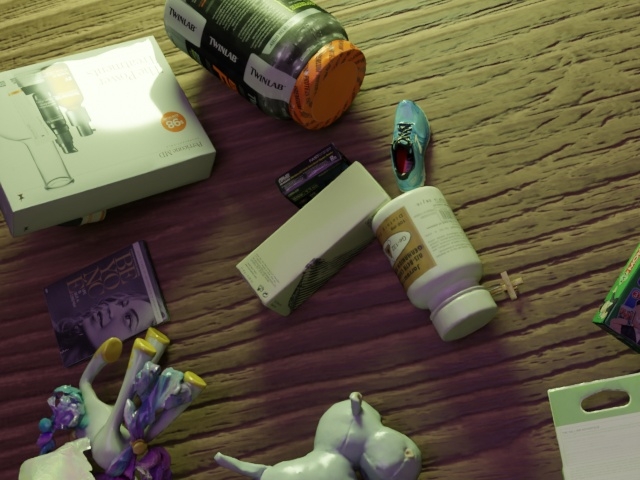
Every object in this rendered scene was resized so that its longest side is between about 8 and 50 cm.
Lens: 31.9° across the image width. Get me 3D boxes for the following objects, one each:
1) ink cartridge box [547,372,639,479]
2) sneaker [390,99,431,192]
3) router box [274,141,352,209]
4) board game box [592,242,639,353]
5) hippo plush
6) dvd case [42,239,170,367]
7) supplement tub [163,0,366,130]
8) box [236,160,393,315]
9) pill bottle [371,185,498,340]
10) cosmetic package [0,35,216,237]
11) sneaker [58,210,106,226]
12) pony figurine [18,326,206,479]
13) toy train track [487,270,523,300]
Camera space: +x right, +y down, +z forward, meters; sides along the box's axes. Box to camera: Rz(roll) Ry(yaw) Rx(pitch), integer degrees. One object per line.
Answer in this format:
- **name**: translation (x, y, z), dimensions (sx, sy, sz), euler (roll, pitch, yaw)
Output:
- **ink cartridge box**: translation (0.447, 0.328, 1.681), dimensions (0.171, 0.056, 0.235), euler (-13, 69, 15)
- **sneaker**: translation (0.151, -0.166, 1.904), dimensions (0.063, 0.073, 0.162), euler (-6, 74, 18)
- **router box**: translation (-0.007, -0.110, 1.933), dimensions (0.122, 0.092, 0.038), euler (-33, 68, 9)
- **board game box**: translation (0.578, 0.113, 1.612), dimensions (0.317, 0.046, 0.214), euler (34, 84, -6)
- **hippo plush**: translation (0.026, 0.378, 1.763), dimensions (0.294, 0.234, 0.236), euler (31, 61, 18)
- **dvd case**: translation (-0.394, 0.116, 2.046), dimensions (0.221, 0.018, 0.165), euler (-25, 69, 11)
- **supplement tub**: translation (-0.096, -0.349, 1.966), dimensions (0.338, 0.207, 0.207), euler (39, 90, 24)
- **box**: translation (0.000, 0.000, 1.892), dimensions (0.275, 0.113, 0.094), euler (-41, 67, 6)
- **pill bottle**: translation (0.187, 0.039, 1.805), dimensions (0.131, 0.131, 0.229), euler (-31, 68, 9)
- **cosmetic package**: translation (-0.416, -0.193, 1.992), dimensions (0.377, 0.097, 0.284), euler (-20, 68, -24)
- **sneaker**: translation (-0.465, -0.159, 2.094), dimensions (0.127, 0.126, 0.321), euler (6, 56, -23)
- **pony figurine**: translation (-0.346, 0.346, 1.861), dimensions (0.363, 0.302, 0.351), euler (-57, 34, 2)
- **toy train track**: translation (0.292, 0.081, 1.823), dimensions (0.083, 0.014, 0.048), euler (-25, 76, 17)
